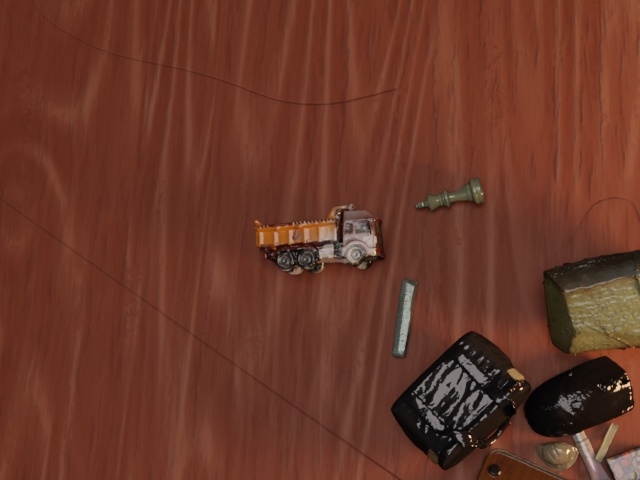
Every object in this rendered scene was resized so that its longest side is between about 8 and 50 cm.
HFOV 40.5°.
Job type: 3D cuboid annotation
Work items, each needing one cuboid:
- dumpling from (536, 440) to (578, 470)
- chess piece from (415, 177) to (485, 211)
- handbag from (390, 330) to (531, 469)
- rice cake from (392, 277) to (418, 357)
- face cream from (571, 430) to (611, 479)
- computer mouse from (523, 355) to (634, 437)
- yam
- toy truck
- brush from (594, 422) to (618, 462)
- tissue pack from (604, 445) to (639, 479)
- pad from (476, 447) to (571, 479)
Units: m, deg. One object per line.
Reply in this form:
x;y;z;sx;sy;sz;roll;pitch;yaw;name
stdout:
0.470;0.429;1.723;0.077;0.043;0.059;-5;98;7;dumpling
0.277;-0.093;1.879;0.149;0.059;0.059;-13;75;15;chess piece
0.284;0.324;1.714;0.254;0.181;0.181;-43;66;0;handbag
0.179;0.164;1.848;0.033;0.029;0.170;6;77;19;rice cake
0.535;0.434;1.719;0.038;0.020;0.115;-24;77;1;face cream
0.512;0.315;1.724;0.217;0.073;0.122;-24;73;3;computer mouse
0.580;0.124;1.693;0.271;0.201;0.202;-10;96;5;yam
0.000;0.000;1.881;0.271;0.114;0.135;-5;81;12;toy truck
0.565;0.400;1.718;0.016;0.013;0.083;28;73;10;brush
0.606;0.441;1.696;0.083;0.035;0.063;-21;74;7;tissue pack
0.409;0.575;1.660;0.284;0.018;0.286;22;62;15;pad
